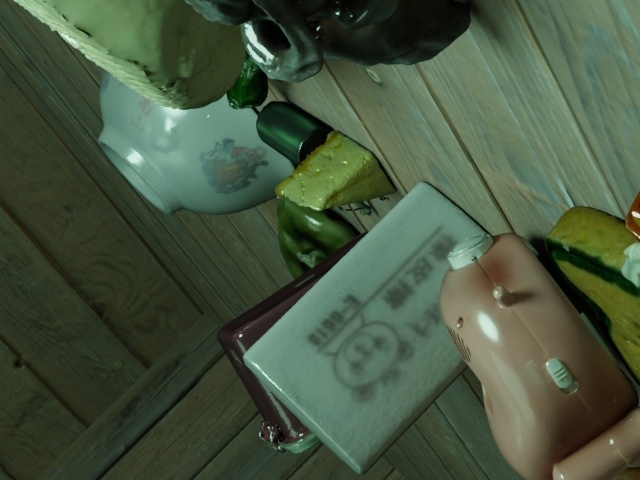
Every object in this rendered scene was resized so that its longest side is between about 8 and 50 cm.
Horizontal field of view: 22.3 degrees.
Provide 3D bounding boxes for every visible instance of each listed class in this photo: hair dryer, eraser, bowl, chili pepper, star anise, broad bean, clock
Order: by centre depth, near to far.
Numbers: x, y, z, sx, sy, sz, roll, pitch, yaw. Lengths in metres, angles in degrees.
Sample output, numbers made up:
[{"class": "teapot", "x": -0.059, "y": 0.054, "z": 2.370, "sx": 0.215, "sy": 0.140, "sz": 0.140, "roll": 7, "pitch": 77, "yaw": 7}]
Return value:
[{"class": "star anise", "x": -0.060, "y": -0.205, "z": 1.210, "sx": 0.359, "sy": 0.139, "sz": 0.316, "roll": 22, "pitch": -175, "yaw": -9}, {"class": "clock", "x": 0.193, "y": 0.105, "z": 1.548, "sx": 0.241, "sy": 0.142, "sz": 0.227, "roll": 56, "pitch": -176, "yaw": -12}, {"class": "eraser", "x": 0.074, "y": 0.090, "z": 1.696, "sx": 0.174, "sy": 0.270, "sz": 0.095, "roll": 44, "pitch": 168, "yaw": 10}, {"class": "chili pepper", "x": -0.084, "y": -0.208, "z": 1.768, "sx": 0.088, "sy": 0.059, "sz": 0.227, "roll": 49, "pitch": 168, "yaw": 3}, {"class": "hair dryer", "x": 0.006, "y": -0.084, "z": 1.926, "sx": 0.100, "sy": 0.057, "sz": 0.198, "roll": 37, "pitch": 172, "yaw": 47}, {"class": "bowl", "x": -0.197, "y": -0.138, "z": 2.205, "sx": 0.345, "sy": 0.157, "sz": 0.345, "roll": 43, "pitch": 169, "yaw": 11}, {"class": "broad bean", "x": -0.001, "y": 0.002, "z": 2.222, "sx": 0.153, "sy": 0.072, "sz": 0.207, "roll": 27, "pitch": 153, "yaw": 21}]

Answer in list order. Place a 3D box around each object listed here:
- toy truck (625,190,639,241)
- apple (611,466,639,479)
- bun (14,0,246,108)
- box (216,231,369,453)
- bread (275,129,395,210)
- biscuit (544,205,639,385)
[{"class": "toy truck", "x": 0.274, "y": 0.008, "z": 1.028, "sx": 0.107, "sy": 0.114, "sz": 0.253, "roll": 36, "pitch": 167, "yaw": 47}, {"class": "apple", "x": 0.374, "y": 0.376, "z": 1.828, "sx": 0.272, "sy": 0.206, "sz": 0.251, "roll": 57, "pitch": 176, "yaw": -37}, {"class": "bun", "x": -0.197, "y": -0.286, "z": 1.513, "sx": 0.359, "sy": 0.211, "sz": 0.360, "roll": 37, "pitch": 178, "yaw": 2}, {"class": "box", "x": 0.021, "y": 0.116, "z": 2.012, "sx": 0.167, "sy": 0.294, "sz": 0.193, "roll": 57, "pitch": 168, "yaw": -4}, {"class": "bread", "x": 0.019, "y": -0.055, "z": 1.821, "sx": 0.084, "sy": 0.109, "sz": 0.080, "roll": 29, "pitch": 158, "yaw": 44}, {"class": "biscuit", "x": 0.301, "y": 0.080, "z": 1.361, "sx": 0.287, "sy": 0.057, "sz": 0.344, "roll": 43, "pitch": 169, "yaw": 13}]
